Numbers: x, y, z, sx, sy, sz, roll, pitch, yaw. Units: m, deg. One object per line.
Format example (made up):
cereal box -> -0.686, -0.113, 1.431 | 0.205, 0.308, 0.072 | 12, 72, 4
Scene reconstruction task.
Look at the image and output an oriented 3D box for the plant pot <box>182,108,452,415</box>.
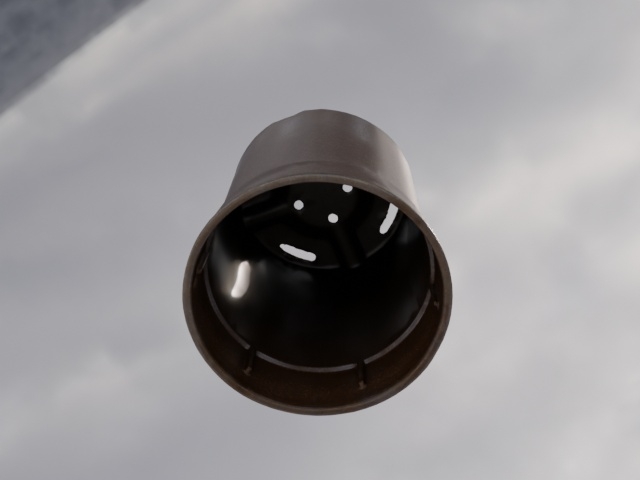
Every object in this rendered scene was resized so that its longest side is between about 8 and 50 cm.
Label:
plant pot -> 0.000, 0.000, 1.255 | 0.167, 0.167, 0.165 | -31, -159, 16
